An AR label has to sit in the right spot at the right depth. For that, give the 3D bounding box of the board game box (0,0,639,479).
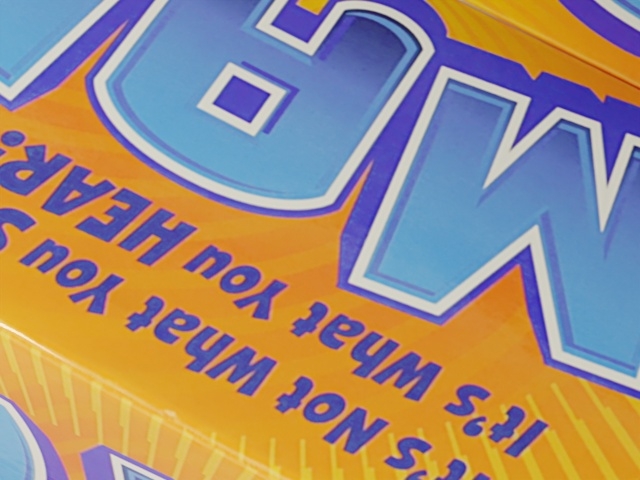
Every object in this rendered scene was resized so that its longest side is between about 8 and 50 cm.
[{"bbox_3d":[0.000,0.000,0.796,0.356,0.356,0.356,-56,168,-30],"label":"board game box"}]
